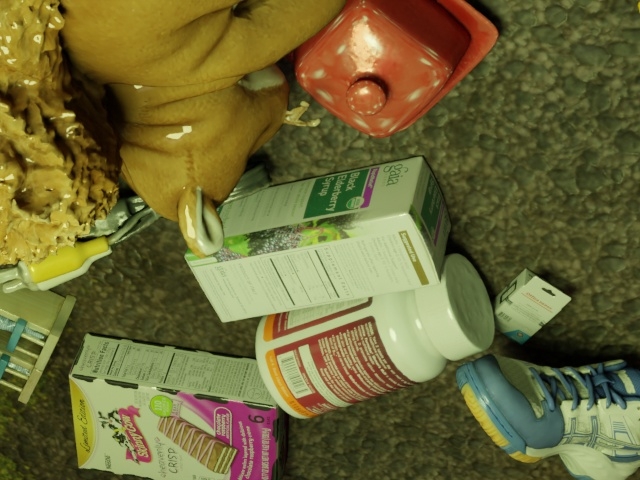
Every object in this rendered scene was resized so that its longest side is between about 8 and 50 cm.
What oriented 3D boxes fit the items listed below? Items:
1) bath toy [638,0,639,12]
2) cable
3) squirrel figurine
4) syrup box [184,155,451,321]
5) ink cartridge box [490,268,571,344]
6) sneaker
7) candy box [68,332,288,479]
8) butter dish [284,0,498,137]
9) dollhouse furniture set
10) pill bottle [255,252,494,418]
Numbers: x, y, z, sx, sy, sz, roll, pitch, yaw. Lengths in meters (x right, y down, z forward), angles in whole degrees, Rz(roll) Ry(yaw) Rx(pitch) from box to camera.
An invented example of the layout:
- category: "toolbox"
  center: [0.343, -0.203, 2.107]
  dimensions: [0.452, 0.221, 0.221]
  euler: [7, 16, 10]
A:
- category: "bath toy"
  center: [0.352, -0.251, 1.199]
  dimensions: [0.151, 0.129, 0.348]
  euler: [47, 132, 18]
- category: "cable"
  center: [-0.179, -0.013, 1.552]
  dimensions: [0.287, 0.139, 0.072]
  euler: [-14, 95, 4]
- category: "squirrel figurine"
  center: [-0.166, -0.147, 1.234]
  dimensions: [0.281, 0.397, 0.370]
  euler: [41, 148, 27]
- category: "syrup box"
  center: [0.000, 0.000, 1.521]
  dimensions: [0.236, 0.093, 0.096]
  euler: [-11, 126, 22]
- category: "ink cartridge box"
  center: [0.209, 0.062, 1.566]
  dimensions: [0.048, 0.028, 0.083]
  euler: [31, 130, -14]
- category: "sneaker"
  center: [0.252, 0.154, 1.555]
  dimensions: [0.131, 0.112, 0.296]
  euler: [-39, 143, 23]
- category: "candy box"
  center: [-0.155, 0.197, 1.743]
  dimensions: [0.233, 0.071, 0.159]
  euler: [8, 132, 7]
- category: "butter dish"
  center: [0.047, -0.153, 1.362]
  dimensions: [0.160, 0.118, 0.160]
  euler: [34, 130, -16]
- category: "dollhouse furniture set"
  center: [-0.364, 0.135, 1.665]
  dimensions: [0.129, 0.184, 0.129]
  euler: [25, 131, -8]
- category: "pill bottle"
  center: [0.054, 0.094, 1.570]
  dimensions: [0.221, 0.121, 0.121]
  euler: [-20, 123, 27]
